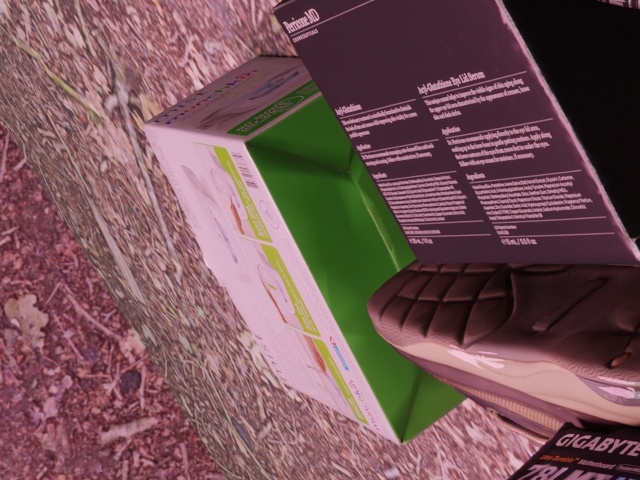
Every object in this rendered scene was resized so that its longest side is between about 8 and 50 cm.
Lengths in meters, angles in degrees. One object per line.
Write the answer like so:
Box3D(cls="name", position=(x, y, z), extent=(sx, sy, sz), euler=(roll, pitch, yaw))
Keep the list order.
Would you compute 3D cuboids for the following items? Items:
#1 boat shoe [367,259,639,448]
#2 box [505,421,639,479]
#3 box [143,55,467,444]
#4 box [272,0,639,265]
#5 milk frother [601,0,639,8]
Box3D(cls="boat shoe", position=(0.146, 0.082, 0.912), extent=(0.130, 0.132, 0.355), euler=(64, 163, -19))
Box3D(cls="box", position=(0.250, 0.228, 0.707), extent=(0.295, 0.073, 0.293), euler=(58, 159, -11))
Box3D(cls="box", position=(0.000, 0.000, 1.165), extent=(0.262, 0.127, 0.231), euler=(62, 162, -17))
Box3D(cls="box", position=(0.095, -0.088, 0.798), extent=(0.184, 0.103, 0.261), euler=(57, 163, -11))
Box3D(cls="milk frother", position=(0.149, -0.156, 0.563), extent=(0.135, 0.129, 0.143), euler=(16, 116, 12))
